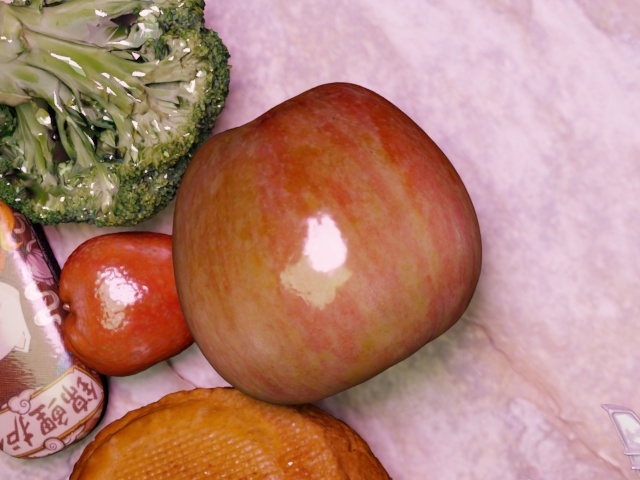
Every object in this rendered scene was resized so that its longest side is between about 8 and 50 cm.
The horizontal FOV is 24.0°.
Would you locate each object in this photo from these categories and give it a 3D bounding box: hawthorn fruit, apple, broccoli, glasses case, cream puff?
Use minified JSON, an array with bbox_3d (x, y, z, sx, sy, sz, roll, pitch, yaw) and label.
[{"bbox_3d":[-0.162,0.054,1.340,0.138,0.133,0.132,-9,88,-2],"label":"hawthorn fruit"},{"bbox_3d":[0.000,0.000,1.229,0.257,0.257,0.234,-22,94,14],"label":"apple"},{"bbox_3d":[-0.208,-0.133,1.301,0.261,0.242,0.269,-50,45,9],"label":"broccoli"},{"bbox_3d":[-0.303,0.048,1.398,0.122,0.082,0.321,-28,83,10],"label":"glasses case"},{"bbox_3d":[-0.070,0.270,1.269,0.303,0.212,0.303,-11,51,13],"label":"cream puff"}]

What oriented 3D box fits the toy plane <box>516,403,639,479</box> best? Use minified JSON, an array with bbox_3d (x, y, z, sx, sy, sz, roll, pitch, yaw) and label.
[{"bbox_3d":[0.286,0.264,1.236,0.255,0.101,0.251,2,103,15],"label":"toy plane"}]
